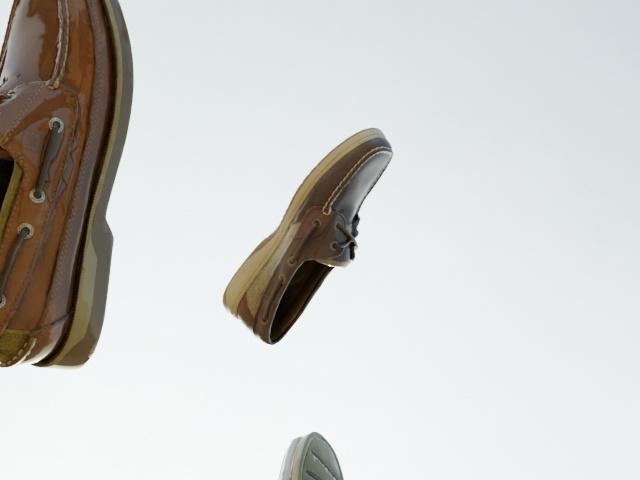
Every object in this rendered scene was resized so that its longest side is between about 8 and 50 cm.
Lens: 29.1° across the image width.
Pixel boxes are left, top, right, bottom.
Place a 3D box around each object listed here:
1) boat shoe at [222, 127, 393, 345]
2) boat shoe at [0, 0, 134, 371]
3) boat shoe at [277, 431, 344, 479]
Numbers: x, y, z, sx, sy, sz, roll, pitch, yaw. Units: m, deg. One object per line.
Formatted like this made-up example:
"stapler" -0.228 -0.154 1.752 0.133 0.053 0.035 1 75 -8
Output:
"boat shoe" 0.000 0.000 1.426 0.092 0.103 0.285 46 -75 26
"boat shoe" -0.204 -0.066 0.858 0.104 0.307 0.110 13 -23 -41
"boat shoe" -0.036 0.371 1.522 0.103 0.302 0.113 -28 -56 26
